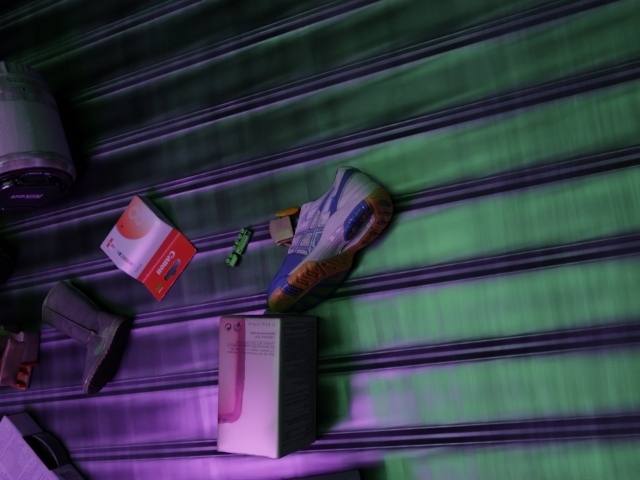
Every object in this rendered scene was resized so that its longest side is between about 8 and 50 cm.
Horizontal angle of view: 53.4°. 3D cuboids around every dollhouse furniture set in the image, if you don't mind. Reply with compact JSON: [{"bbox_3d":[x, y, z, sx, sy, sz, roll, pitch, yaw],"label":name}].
[{"bbox_3d":[-0.732,0.253,1.347,0.262,0.259,0.135,9,86,25],"label":"dollhouse furniture set"}]

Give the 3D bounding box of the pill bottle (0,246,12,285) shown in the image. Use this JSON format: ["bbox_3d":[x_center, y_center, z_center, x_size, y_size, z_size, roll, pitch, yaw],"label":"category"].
[{"bbox_3d":[-0.837,0.019,1.492,0.219,0.123,0.123,36,100,23],"label":"pill bottle"}]

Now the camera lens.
[{"bbox_3d":[-0.671,-0.216,1.386,0.219,0.219,0.274,-26,75,20],"label":"camera lens"}]

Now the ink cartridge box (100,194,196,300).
[{"bbox_3d":[-0.361,0.016,1.322,0.179,0.045,0.145,44,103,24],"label":"ink cartridge box"}]

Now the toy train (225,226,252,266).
[{"bbox_3d":[-0.159,0.013,1.246,0.023,0.017,0.083,29,97,14],"label":"toy train"}]

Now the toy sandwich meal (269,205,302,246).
[{"bbox_3d":[-0.057,-0.027,1.196,0.085,0.029,0.086,-2,84,24],"label":"toy sandwich meal"}]

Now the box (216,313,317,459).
[{"bbox_3d":[-0.091,0.247,1.121,0.127,0.148,0.232,-1,84,25],"label":"box"}]

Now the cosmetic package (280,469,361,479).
[{"bbox_3d":[-0.138,0.559,1.106,0.453,0.161,0.230,-17,79,21],"label":"cosmetic package"}]

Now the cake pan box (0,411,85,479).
[{"bbox_3d":[-0.657,0.550,1.392,0.246,0.070,0.267,35,100,21],"label":"cake pan box"}]

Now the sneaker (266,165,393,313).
[{"bbox_3d":[0.000,0.000,1.143,0.296,0.112,0.131,-47,52,12],"label":"sneaker"}]

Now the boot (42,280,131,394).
[{"bbox_3d":[-0.520,0.204,1.359,0.208,0.076,0.190,20,79,18],"label":"boot"}]
